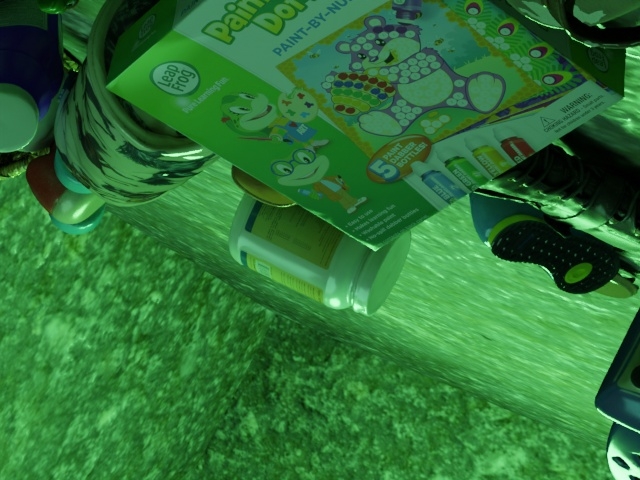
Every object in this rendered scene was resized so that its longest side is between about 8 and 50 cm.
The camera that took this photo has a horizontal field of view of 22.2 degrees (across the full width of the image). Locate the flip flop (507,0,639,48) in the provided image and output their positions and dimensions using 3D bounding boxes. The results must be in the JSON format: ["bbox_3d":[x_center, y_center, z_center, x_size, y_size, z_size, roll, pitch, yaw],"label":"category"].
[{"bbox_3d":[0.158,-0.140,0.830,0.112,0.080,0.277,30,172,-20],"label":"flip flop"}]

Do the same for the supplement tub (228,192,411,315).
[{"bbox_3d":[0.000,0.000,2.073,0.200,0.144,0.144,26,172,15],"label":"supplement tub"}]

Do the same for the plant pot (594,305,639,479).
[{"bbox_3d":[0.358,0.108,1.269,0.236,0.236,0.212,24,166,29],"label":"plant pot"}]

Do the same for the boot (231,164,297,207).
[{"bbox_3d":[-0.027,-0.084,1.902,0.197,0.073,0.152,13,170,15],"label":"boot"}]

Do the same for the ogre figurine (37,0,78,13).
[{"bbox_3d":[-0.246,-0.245,1.397,0.096,0.197,0.118,64,-153,4],"label":"ogre figurine"}]

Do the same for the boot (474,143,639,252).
[{"bbox_3d":[0.198,-0.055,1.318,0.229,0.091,0.263,23,177,-6],"label":"boot"}]

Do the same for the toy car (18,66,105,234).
[{"bbox_3d":[-0.319,-0.161,2.001,0.238,0.210,0.219,42,161,1],"label":"toy car"}]

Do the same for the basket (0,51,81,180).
[{"bbox_3d":[-0.467,-0.192,2.123,0.213,0.223,0.299,21,169,42],"label":"basket"}]

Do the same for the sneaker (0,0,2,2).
[{"bbox_3d":[-0.421,-0.320,1.650,0.235,0.094,0.153,5,-147,-48],"label":"sneaker"}]

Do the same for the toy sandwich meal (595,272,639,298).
[{"bbox_3d":[0.297,0.033,1.719,0.086,0.029,0.085,22,166,6],"label":"toy sandwich meal"}]

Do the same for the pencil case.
[{"bbox_3d":[-0.160,-0.143,1.554,0.160,0.183,0.410,-1,175,-14],"label":"pencil case"}]

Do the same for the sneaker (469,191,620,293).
[{"bbox_3d":[0.222,-0.009,1.612,0.209,0.069,0.082,23,-149,-44],"label":"sneaker"}]

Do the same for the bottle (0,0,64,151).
[{"bbox_3d":[-0.325,-0.183,1.687,0.283,0.118,0.092,-108,8,-59],"label":"bottle"}]

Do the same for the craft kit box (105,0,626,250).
[{"bbox_3d":[0.028,-0.116,1.081,0.247,0.061,0.250,33,137,-24],"label":"craft kit box"}]
